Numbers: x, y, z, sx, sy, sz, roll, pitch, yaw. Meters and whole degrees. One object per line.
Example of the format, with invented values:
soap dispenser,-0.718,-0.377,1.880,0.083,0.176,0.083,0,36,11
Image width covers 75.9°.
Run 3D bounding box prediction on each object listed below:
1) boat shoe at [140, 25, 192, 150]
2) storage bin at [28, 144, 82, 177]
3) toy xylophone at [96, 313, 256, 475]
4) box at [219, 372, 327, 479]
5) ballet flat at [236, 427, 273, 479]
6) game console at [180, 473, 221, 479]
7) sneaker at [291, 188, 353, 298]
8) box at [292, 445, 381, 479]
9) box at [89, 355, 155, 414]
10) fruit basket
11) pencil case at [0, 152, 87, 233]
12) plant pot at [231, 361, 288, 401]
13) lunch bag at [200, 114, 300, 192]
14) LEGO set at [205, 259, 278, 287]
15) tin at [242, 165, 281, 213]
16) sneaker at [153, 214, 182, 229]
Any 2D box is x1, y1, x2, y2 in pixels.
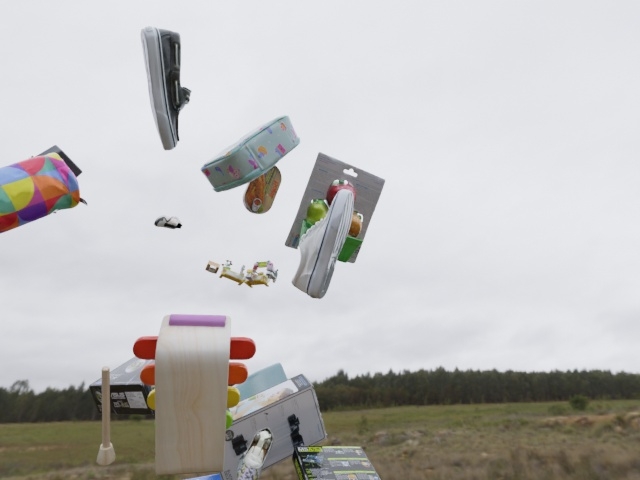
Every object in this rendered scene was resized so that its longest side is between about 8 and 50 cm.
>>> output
boat shoe,-0.431,-0.430,1.188,0.119,0.121,0.336,-11,-61,-25
storage bin,-0.858,-0.240,1.348,0.098,0.091,0.135,34,-19,29
toy xylophone,-0.249,0.279,0.710,0.235,0.323,0.081,11,14,-14
box,-0.142,0.495,1.081,0.289,0.169,0.087,-19,12,-19
ballet flat,-0.103,0.339,0.658,0.041,0.041,0.114,-1,9,10
game console,-0.338,0.743,1.037,0.292,0.174,0.250,1,-6,-20
sneaker,0.000,0.000,0.936,0.091,0.259,0.094,19,-3,20
box,0.043,0.569,0.991,0.190,0.045,0.184,9,3,-18
box,-0.420,0.337,0.976,0.179,0.078,0.147,-11,10,25
fruit basket,0.056,-0.109,1.524,0.326,0.354,0.165,14,5,-33
pencil case,-0.495,-0.055,0.632,0.104,0.236,0.105,20,-54,31
plant pot,-0.256,0.619,1.473,0.247,0.248,0.252,-37,-24,22
lunch bag,-0.202,-0.253,1.201,0.223,0.279,0.108,-10,-61,46
LEGO set,-0.298,0.107,1.618,0.286,0.107,0.132,6,-31,11
tin,-0.204,-0.181,1.437,0.106,0.190,0.040,25,-14,-22
sneaker,-0.512,-0.059,1.390,0.040,0.043,0.109,-54,-19,22
